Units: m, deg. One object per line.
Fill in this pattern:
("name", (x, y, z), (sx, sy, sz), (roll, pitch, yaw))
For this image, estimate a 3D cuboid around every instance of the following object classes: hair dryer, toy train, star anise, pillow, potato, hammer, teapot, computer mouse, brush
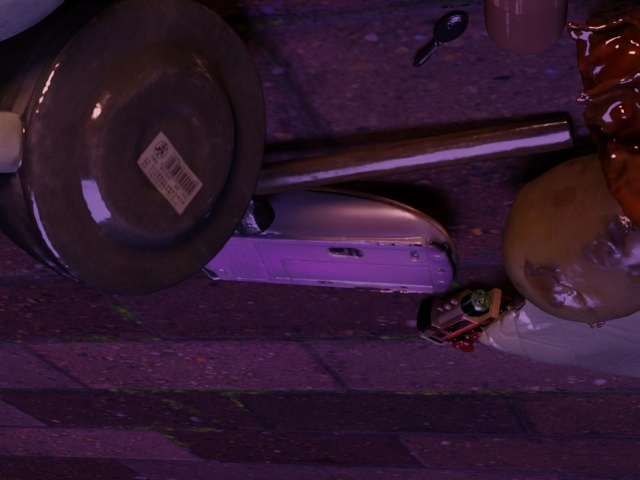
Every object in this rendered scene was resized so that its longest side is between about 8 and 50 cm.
("hair dryer", (0.093, -0.197, 0.830), (0.182, 0.064, 0.117), (10, 158, 13))
("toy train", (0.188, 0.098, 1.445), (0.087, 0.050, 0.138), (25, 149, -21))
("star anise", (0.258, -0.111, 0.811), (0.148, 0.237, 0.346), (-11, 129, 12))
("pillow", (0.365, 0.083, 1.323), (0.274, 0.076, 0.280), (12, 150, -15))
("potato", (0.287, -0.013, 1.063), (0.165, 0.165, 0.262), (26, 143, -36))
("hammer", (0.062, -0.075, 1.094), (0.365, 0.043, 0.111), (-7, 131, 20))
("teapot", (-0.228, -0.072, 0.916), (0.239, 0.321, 0.239), (15, 131, 39))
("computer mouse", (0.000, 0.000, 1.254), (0.310, 0.071, 0.158), (3, 153, 13))
("brush", (0.098, -0.167, 0.941), (0.024, 0.008, 0.083), (13, 155, -20))

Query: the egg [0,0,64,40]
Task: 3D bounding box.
("egg", (-0.261, -0.210, 0.751), (0.237, 0.169, 0.169), (0, 155, 20))
